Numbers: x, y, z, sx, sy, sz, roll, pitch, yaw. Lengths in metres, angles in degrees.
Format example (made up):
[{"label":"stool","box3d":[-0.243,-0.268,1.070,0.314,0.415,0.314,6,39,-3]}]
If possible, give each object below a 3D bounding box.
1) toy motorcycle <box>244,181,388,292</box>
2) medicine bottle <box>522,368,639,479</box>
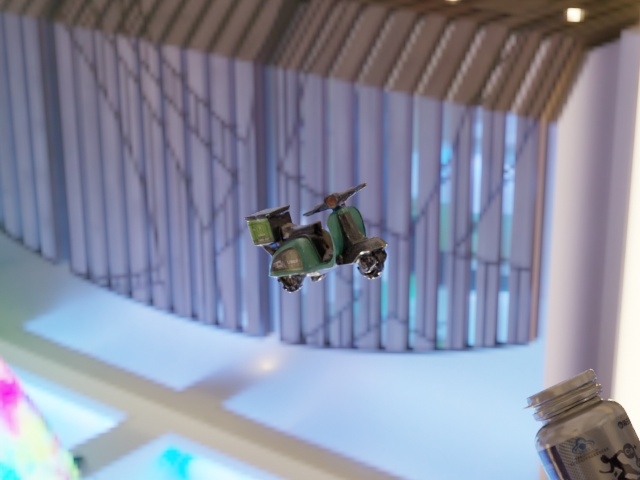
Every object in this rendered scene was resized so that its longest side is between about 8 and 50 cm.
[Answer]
[{"label":"toy motorcycle","box3d":[0.000,0.000,1.520,0.173,0.100,0.058,-10,-170,44]},{"label":"medicine bottle","box3d":[0.296,0.241,1.526,0.107,0.191,0.107,-24,172,-4]}]
